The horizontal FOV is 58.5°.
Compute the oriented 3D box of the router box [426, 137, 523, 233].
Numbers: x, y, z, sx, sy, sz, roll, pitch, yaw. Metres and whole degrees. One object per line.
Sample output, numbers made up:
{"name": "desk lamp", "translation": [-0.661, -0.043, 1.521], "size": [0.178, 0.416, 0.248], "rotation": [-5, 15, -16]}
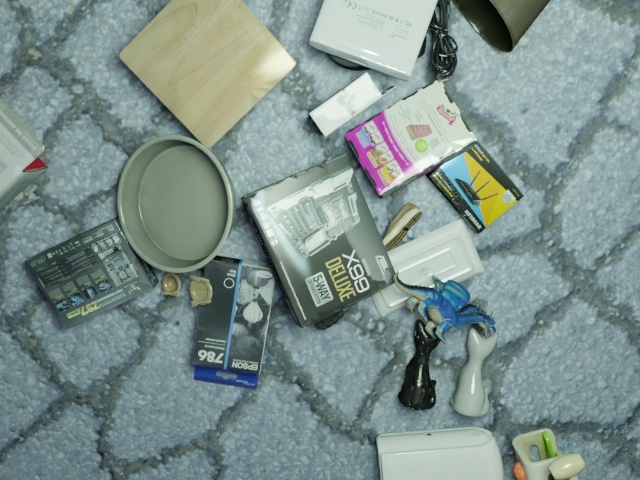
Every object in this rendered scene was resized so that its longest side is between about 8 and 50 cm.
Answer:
{"name": "router box", "translation": [0.345, -0.125, 1.284], "size": [0.133, 0.046, 0.179], "rotation": [-42, 100, 8]}

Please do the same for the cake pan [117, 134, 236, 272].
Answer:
{"name": "cake pan", "translation": [-0.304, -0.078, 1.228], "size": [0.294, 0.054, 0.292], "rotation": [2, 97, 22]}

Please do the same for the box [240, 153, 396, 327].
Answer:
{"name": "box", "translation": [0.000, 0.000, 1.242], "size": [0.243, 0.076, 0.307], "rotation": [-24, 96, -13]}

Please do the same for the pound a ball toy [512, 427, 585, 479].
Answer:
{"name": "pound a ball toy", "translation": [0.556, 0.616, 1.380], "size": [0.136, 0.208, 0.318], "rotation": [-17, 104, 3]}

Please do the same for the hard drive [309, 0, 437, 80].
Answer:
{"name": "hard drive", "translation": [0.130, -0.502, 1.140], "size": [0.211, 0.040, 0.318], "rotation": [20, 85, 0]}

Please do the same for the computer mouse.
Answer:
{"name": "computer mouse", "translation": [0.140, -0.410, 1.193], "size": [0.273, 0.072, 0.188], "rotation": [-6, 83, -2]}

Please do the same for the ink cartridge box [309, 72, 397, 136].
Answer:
{"name": "ink cartridge box", "translation": [0.066, -0.297, 1.207], "size": [0.181, 0.104, 0.061], "rotation": [-34, 102, 6]}

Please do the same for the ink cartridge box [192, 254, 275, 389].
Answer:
{"name": "ink cartridge box", "translation": [-0.205, 0.204, 1.343], "size": [0.166, 0.065, 0.332], "rotation": [8, 104, -4]}

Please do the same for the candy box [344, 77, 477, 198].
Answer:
{"name": "candy box", "translation": [0.191, -0.215, 1.226], "size": [0.234, 0.071, 0.159], "rotation": [-29, 83, 6]}

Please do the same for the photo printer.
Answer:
{"name": "photo printer", "translation": [0.299, 0.596, 1.421], "size": [0.308, 0.107, 0.255], "rotation": [-4, 103, 0]}

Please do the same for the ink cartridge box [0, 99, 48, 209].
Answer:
{"name": "ink cartridge box", "translation": [-0.752, -0.221, 1.196], "size": [0.272, 0.130, 0.309], "rotation": [-39, 101, 6]}

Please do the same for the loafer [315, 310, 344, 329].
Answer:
{"name": "loafer", "translation": [-0.026, 0.105, 1.318], "size": [0.078, 0.076, 0.223], "rotation": [-34, 107, 4]}

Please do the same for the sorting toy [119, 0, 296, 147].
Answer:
{"name": "sorting toy", "translation": [-0.227, -0.374, 1.191], "size": [0.257, 0.089, 0.255], "rotation": [-42, 101, 8]}

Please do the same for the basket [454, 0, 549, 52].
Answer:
{"name": "basket", "translation": [0.402, -0.531, 1.140], "size": [0.227, 0.154, 0.204], "rotation": [-43, 115, 4]}

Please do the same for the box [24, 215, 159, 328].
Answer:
{"name": "box", "translation": [-0.518, 0.073, 1.306], "size": [0.233, 0.059, 0.183], "rotation": [-25, 102, 4]}

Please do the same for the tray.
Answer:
{"name": "tray", "translation": [0.238, 0.069, 1.336], "size": [0.271, 0.030, 0.145], "rotation": [-25, 103, 5]}

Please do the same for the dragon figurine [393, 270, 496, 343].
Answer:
{"name": "dragon figurine", "translation": [0.274, 0.130, 1.283], "size": [0.144, 0.085, 0.289], "rotation": [-45, 106, -10]}

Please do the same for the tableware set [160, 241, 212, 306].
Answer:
{"name": "tableware set", "translation": [-0.303, 0.066, 1.293], "size": [0.141, 0.020, 0.168], "rotation": [6, 99, 29]}

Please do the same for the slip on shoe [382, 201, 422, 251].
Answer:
{"name": "slip on shoe", "translation": [0.174, -0.029, 1.308], "size": [0.135, 0.051, 0.041], "rotation": [-51, 60, 18]}

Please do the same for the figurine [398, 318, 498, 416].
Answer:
{"name": "figurine", "translation": [0.310, 0.301, 1.367], "size": [0.215, 0.092, 0.209], "rotation": [8, 99, -4]}
